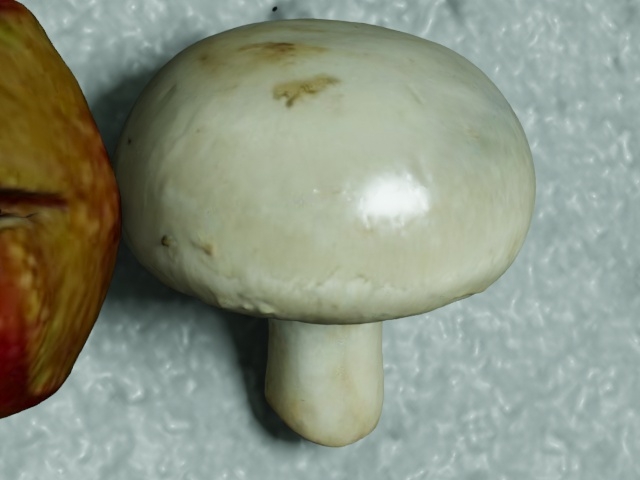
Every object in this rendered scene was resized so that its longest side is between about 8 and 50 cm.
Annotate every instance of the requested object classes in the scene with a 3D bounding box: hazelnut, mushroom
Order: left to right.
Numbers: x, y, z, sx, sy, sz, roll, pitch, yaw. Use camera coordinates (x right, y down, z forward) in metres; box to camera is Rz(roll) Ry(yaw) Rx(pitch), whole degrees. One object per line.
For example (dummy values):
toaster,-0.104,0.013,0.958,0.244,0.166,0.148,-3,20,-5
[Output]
hazelnut,-0.179,-0.014,0.841,0.178,0.178,0.204,2,75,-26
mushroom,0.000,0.000,0.920,0.207,0.207,0.215,-14,121,-28
